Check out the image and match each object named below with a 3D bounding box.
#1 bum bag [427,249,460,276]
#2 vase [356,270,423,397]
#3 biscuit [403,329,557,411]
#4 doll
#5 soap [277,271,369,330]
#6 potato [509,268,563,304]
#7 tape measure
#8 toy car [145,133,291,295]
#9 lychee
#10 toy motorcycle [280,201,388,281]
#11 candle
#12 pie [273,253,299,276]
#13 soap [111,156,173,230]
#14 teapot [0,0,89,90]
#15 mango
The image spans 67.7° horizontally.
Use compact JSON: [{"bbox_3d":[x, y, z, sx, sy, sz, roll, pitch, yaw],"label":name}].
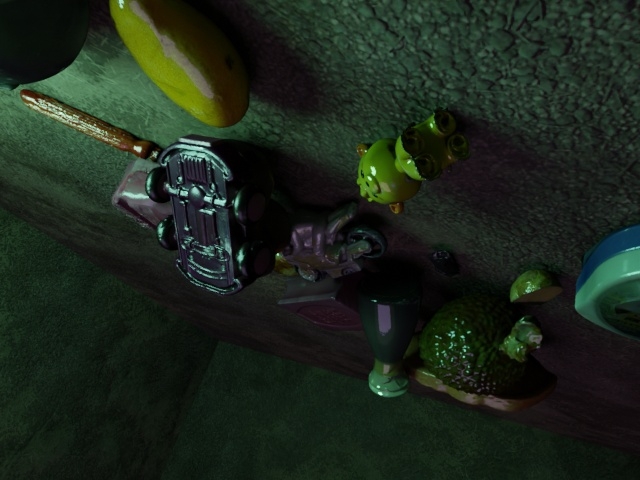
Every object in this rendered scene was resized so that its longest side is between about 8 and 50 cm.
[{"bbox_3d":[0.290,0.052,1.121,0.057,0.034,0.124,-3,149,26],"label":"bum bag"},{"bbox_3d":[0.184,0.259,1.294,0.173,0.173,0.322,9,114,25],"label":"vase"},{"bbox_3d":[0.447,0.366,1.408,0.454,0.349,0.079,9,111,26],"label":"biscuit"},{"bbox_3d":[0.128,-0.123,0.780,0.143,0.135,0.221,56,159,-1],"label":"doll"},{"bbox_3d":[0.051,0.187,1.508,0.232,0.128,0.359,31,156,-23],"label":"soap"},{"bbox_3d":[0.469,0.092,1.026,0.096,0.067,0.103,2,153,-18],"label":"potato"},{"bbox_3d":[0.600,0.085,0.809,0.259,0.138,0.262,13,156,14],"label":"tape measure"},{"bbox_3d":[-0.185,-0.065,1.015,0.271,0.240,0.341,16,121,27],"label":"toy car"},{"bbox_3d":[0.397,0.259,1.206,0.319,0.270,0.270,13,158,41],"label":"lychee"},{"bbox_3d":[0.000,0.000,1.153,0.223,0.108,0.340,43,144,-18],"label":"toy motorcycle"},{"bbox_3d":[-0.521,-0.259,1.092,0.328,0.048,0.051,24,144,-7],"label":"candle"},{"bbox_3d":[-0.097,0.056,1.388,0.205,0.084,0.179,12,156,5],"label":"pie"},{"bbox_3d":[-0.392,-0.095,1.187,0.220,0.128,0.325,17,168,2],"label":"soap"},{"bbox_3d":[-0.522,-0.349,0.685,0.285,0.224,0.305,5,156,48],"label":"teapot"},{"bbox_3d":[-0.199,-0.277,0.707,0.157,0.109,0.262,15,154,37],"label":"mango"}]
